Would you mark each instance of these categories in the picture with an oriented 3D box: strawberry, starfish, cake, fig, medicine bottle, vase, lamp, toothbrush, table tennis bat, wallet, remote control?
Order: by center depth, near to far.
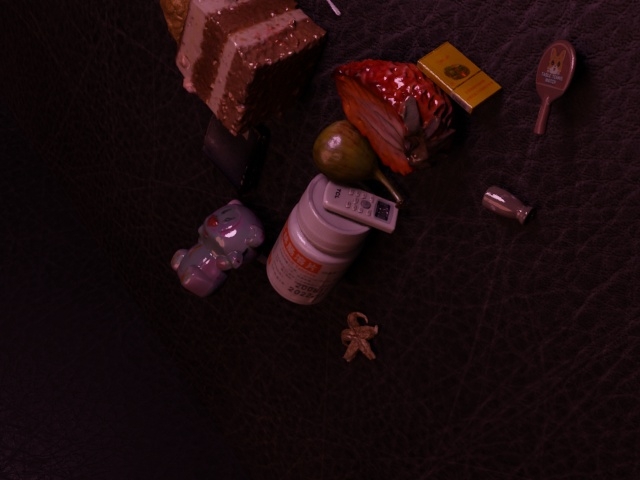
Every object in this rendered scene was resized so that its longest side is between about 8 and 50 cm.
[{"bbox_3d":[0.461,-0.270,1.388,0.107,0.119,0.170,-132,51,-65],"label":"table tennis bat"},{"bbox_3d":[0.391,-0.071,1.584,0.100,0.053,0.053,33,137,30],"label":"vase"},{"bbox_3d":[0.161,-0.297,1.654,0.336,0.149,0.265,45,166,42],"label":"strawberry"},{"bbox_3d":[0.005,-0.569,1.771,0.131,0.013,0.011,53,156,11],"label":"toothbrush"},{"bbox_3d":[0.110,-0.186,1.830,0.259,0.151,0.151,28,140,4],"label":"fig"},{"bbox_3d":[0.097,-0.084,1.850,0.190,0.088,0.029,21,141,-6],"label":"remote control"},{"bbox_3d":[-0.180,-0.464,1.876,0.290,0.255,0.282,48,143,13],"label":"cake"},{"bbox_3d":[0.000,0.000,2.010,0.211,0.211,0.371,51,146,15],"label":"medicine bottle"},{"bbox_3d":[0.110,0.284,2.213,0.150,0.053,0.209,56,145,0],"label":"starfish"},{"bbox_3d":[-0.256,-0.289,2.284,0.221,0.071,0.262,51,142,24],"label":"wallet"},{"bbox_3d":[-0.289,0.038,2.380,0.247,0.301,0.247,37,-174,-35],"label":"lamp"}]

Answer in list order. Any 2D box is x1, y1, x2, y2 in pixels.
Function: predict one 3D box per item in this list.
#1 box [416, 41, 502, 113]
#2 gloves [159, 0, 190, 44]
[{"bbox_3d":[0.275,-0.325,1.521,0.155,0.087,0.023,47,163,21],"label":"box"},{"bbox_3d":[-0.349,-0.649,2.057,0.203,0.155,0.356,25,135,47],"label":"gloves"}]
